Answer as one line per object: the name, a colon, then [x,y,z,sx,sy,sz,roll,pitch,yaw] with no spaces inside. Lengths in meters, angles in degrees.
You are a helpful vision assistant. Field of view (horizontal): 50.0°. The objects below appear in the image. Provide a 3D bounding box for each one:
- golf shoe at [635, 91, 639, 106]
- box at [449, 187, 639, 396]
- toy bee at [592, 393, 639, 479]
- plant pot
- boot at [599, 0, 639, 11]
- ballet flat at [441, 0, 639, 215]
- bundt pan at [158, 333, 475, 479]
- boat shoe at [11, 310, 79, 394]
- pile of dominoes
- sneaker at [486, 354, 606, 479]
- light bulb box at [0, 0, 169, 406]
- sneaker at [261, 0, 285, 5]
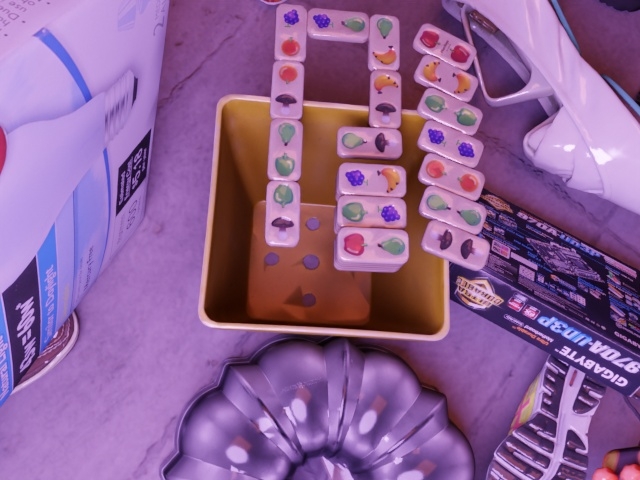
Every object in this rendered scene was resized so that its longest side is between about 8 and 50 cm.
golf shoe: [0.466,-0.086,0.811,0.120,0.105,0.272,8,53,-33]
box: [0.237,0.042,0.722,0.220,0.051,0.175,28,34,1]
toy bee: [0.315,0.266,0.667,0.162,0.195,0.298,14,39,-44]
plant pot: [0.000,0.000,0.686,0.212,0.187,0.212,4,74,-5]
boot: [0.322,-0.437,0.804,0.348,0.260,0.131,22,74,0]
ballet flat: [0.270,-0.168,0.808,0.139,0.139,0.400,-24,74,-12]
bundt pan: [0.005,0.241,0.655,0.331,0.124,0.330,2,74,-6]
boat shoe: [-0.366,0.121,0.659,0.258,0.095,0.095,-22,78,-12]
pile of dominoes: [0.053,-0.098,0.601,0.196,0.040,0.251,3,75,-5]
sneaker: [0.227,0.208,0.699,0.081,0.094,0.208,31,64,16]
light bulb box: [-0.307,-0.055,0.522,0.225,0.358,0.361,24,48,1]
sneaker: [-0.048,-0.378,0.848,0.064,0.067,0.175,2,73,-4]
